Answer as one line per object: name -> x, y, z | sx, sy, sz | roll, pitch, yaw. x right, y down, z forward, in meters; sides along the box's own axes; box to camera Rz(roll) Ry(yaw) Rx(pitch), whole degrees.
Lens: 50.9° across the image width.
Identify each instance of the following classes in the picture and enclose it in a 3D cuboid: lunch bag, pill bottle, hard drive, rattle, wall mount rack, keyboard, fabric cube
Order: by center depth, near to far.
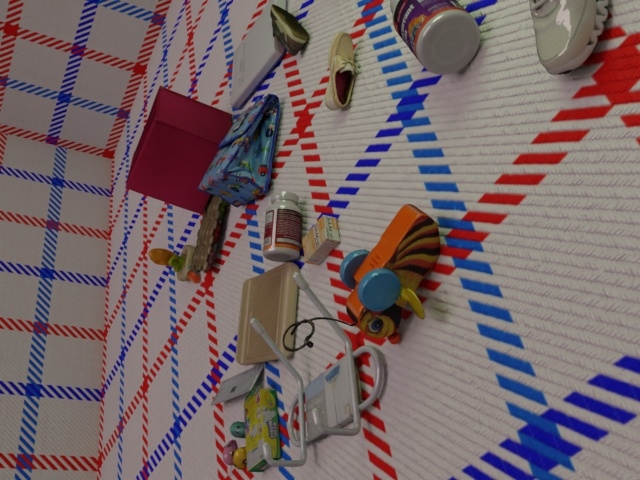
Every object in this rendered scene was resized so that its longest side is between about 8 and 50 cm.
pill bottle -> 0.185, -0.373, 1.145 | 0.108, 0.108, 0.194 | -60, 31, 31
wall mount rack -> -0.030, 0.250, 1.280 | 0.350, 0.130, 0.304 | -46, 41, 45
pill bottle -> -0.086, -0.032, 1.555 | 0.086, 0.086, 0.152 | -27, 55, 57
keyboard -> -0.212, 0.366, 1.686 | 0.256, 0.014, 0.072 | -35, 28, 54
lunch bag -> -0.200, -0.265, 1.863 | 0.221, 0.138, 0.294 | -17, 52, 61
hard drive -> -0.189, -0.564, 2.024 | 0.318, 0.040, 0.211 | -33, 51, 55
fabric cube -> -0.440, -0.286, 2.120 | 0.258, 0.254, 0.259 | -60, 23, 28
rattle -> -0.475, 0.074, 2.216 | 0.130, 0.142, 0.200 | -52, 26, 9

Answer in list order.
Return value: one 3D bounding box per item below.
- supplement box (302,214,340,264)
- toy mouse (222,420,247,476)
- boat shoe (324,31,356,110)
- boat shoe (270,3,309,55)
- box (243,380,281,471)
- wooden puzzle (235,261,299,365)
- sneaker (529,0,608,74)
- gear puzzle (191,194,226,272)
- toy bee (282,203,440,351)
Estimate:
supplement box -> 0.000, 0.000, 1.428 | 0.098, 0.036, 0.062 | -49, 39, 43
toy mouse -> -0.211, 0.494, 1.637 | 0.161, 0.031, 0.143 | -63, 30, 27
boat shoe -> 0.051, -0.369, 1.462 | 0.059, 0.062, 0.170 | 17, 104, 60
boat shoe -> -0.098, -0.566, 1.806 | 0.073, 0.080, 0.224 | -58, 37, 24
box -> -0.133, 0.415, 1.510 | 0.105, 0.043, 0.179 | -49, 40, 45
wooden puzzle -> -0.122, 0.179, 1.593 | 0.238, 0.044, 0.221 | -21, 60, 54
sneaker -> 0.308, -0.362, 0.898 | 0.110, 0.118, 0.293 | -17, 66, 58
gear puzzle -> -0.330, -0.066, 2.099 | 0.175, 0.044, 0.339 | -1, 75, 64
toy bee -> 0.096, 0.089, 1.118 | 0.298, 0.162, 0.195 | -35, 35, 20
